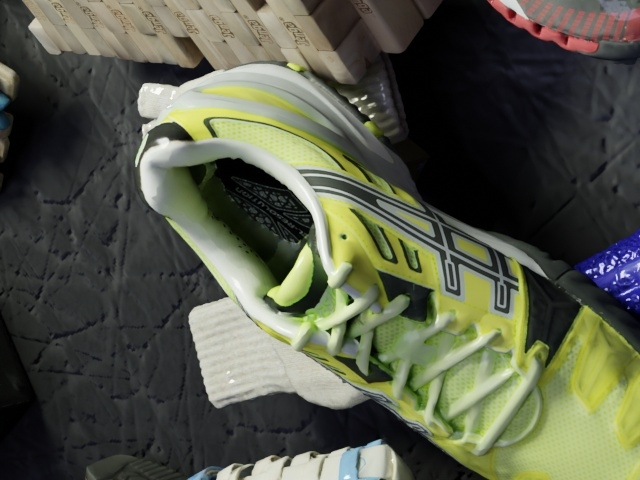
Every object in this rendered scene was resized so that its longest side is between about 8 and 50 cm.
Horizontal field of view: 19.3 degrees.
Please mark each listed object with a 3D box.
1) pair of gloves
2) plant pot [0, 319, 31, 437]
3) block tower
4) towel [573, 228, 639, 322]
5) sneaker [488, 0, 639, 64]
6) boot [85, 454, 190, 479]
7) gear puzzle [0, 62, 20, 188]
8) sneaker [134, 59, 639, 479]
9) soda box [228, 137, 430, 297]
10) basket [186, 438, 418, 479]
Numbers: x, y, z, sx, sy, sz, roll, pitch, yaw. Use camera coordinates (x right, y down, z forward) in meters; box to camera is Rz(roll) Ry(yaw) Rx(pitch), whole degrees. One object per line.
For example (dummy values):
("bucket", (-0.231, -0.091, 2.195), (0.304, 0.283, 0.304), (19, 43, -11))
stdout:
("pair of gloves", (-0.023, -0.005, 1.241), (0.204, 0.042, 0.240), (-6, 96, 37))
("plant pot", (-0.347, 0.112, 1.506), (0.167, 0.187, 0.188), (-28, 81, 25))
("block tower", (-0.080, -0.175, 1.242), (0.335, 0.091, 0.097), (9, 144, 46))
("towel", (0.262, 0.075, 1.091), (0.308, 0.076, 0.228), (-31, 79, 37))
("sneaker", (0.109, -0.211, 1.108), (0.097, 0.135, 0.276), (-43, 67, -9))
("boot", (-0.110, 0.262, 1.416), (0.198, 0.077, 0.137), (33, 122, 29))
("gear puzzle", (-0.387, -0.155, 1.452), (0.339, 0.044, 0.175), (32, 144, 5))
("sneaker", (0.045, 0.049, 1.096), (0.384, 0.147, 0.145), (36, 118, 14))
("soda box", (0.000, 0.000, 1.288), (0.061, 0.058, 0.181), (41, 120, 24))
("basket", (-0.023, 0.270, 1.237), (0.289, 0.255, 0.201), (-27, 39, 20))
